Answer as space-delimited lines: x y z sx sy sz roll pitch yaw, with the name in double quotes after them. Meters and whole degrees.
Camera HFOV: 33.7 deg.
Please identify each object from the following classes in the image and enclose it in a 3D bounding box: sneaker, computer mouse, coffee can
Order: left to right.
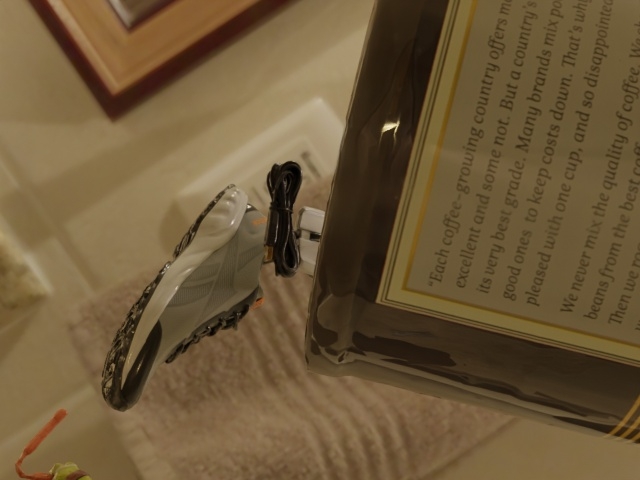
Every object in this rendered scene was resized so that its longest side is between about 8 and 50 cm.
-0.120 0.062 1.048 0.108 0.271 0.100 39 -34 -7 "sneaker"
0.000 0.000 1.036 0.193 0.042 0.106 33 56 -63 "computer mouse"
0.150 -0.014 0.409 0.275 0.201 0.201 14 -10 5 "coffee can"

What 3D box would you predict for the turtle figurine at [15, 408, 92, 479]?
-0.218 0.295 0.978 0.217 0.087 0.269 55 22 -28 "turtle figurine"
